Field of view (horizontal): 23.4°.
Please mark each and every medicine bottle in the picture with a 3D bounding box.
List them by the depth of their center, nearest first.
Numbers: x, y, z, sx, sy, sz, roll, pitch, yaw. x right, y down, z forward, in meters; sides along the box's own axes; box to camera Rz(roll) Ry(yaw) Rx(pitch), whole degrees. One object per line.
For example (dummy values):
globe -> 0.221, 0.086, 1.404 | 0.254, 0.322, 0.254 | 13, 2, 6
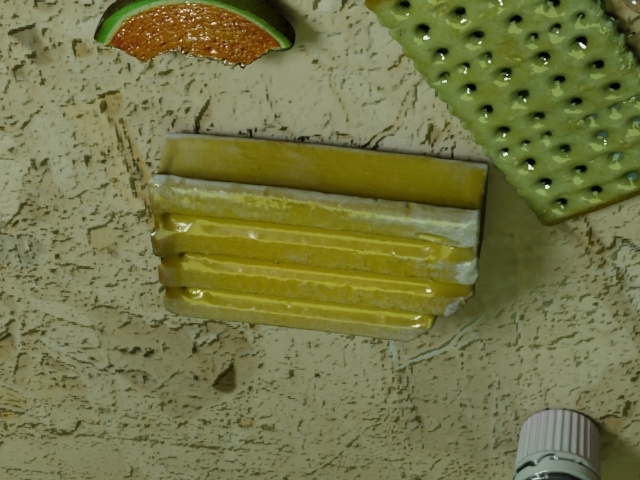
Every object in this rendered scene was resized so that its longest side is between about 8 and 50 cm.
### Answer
medicine bottle -> 0.181, 0.227, 1.195 | 0.083, 0.203, 0.083 | 8, 136, 8

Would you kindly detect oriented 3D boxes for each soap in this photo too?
soap -> 0.000, 0.000, 1.101 | 0.232, 0.073, 0.140 | 6, 139, 8

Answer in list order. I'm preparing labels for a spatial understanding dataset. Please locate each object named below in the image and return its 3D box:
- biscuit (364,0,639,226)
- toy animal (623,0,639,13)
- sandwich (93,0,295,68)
biscuit -> 0.146, -0.103, 1.006 | 0.139, 0.016, 0.231 | -21, 126, 32
toy animal -> 0.178, -0.199, 0.867 | 0.086, 0.069, 0.219 | 5, 135, 39
sandwich -> -0.083, -0.145, 1.007 | 0.135, 0.029, 0.067 | 2, 140, 10
